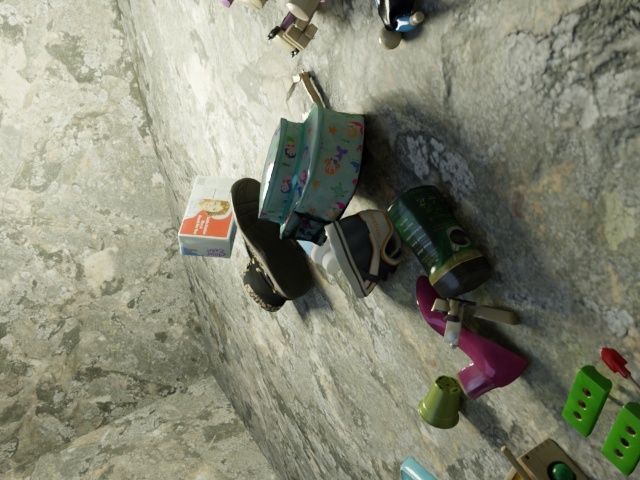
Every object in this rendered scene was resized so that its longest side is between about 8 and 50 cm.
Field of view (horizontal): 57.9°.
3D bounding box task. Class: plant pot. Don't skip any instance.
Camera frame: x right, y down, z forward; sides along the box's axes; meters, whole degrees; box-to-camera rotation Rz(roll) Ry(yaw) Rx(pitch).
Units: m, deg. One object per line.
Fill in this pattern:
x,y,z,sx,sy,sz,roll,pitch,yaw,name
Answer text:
0.239,0.309,1.130,0.083,0.083,0.079,43,134,45,plant pot

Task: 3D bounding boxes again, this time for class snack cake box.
-0.325,-0.076,1.759,0.089,0.152,0.265,96,180,-48,snack cake box

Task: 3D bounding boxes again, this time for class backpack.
-0.012,-0.136,1.116,0.253,0.190,0.225,130,151,-56,backpack

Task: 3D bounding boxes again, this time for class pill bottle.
0.000,0.000,1.356,0.160,0.087,0.087,51,151,35,pill bottle

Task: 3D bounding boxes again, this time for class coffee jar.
0.191,0.003,0.935,0.079,0.096,0.185,-50,62,42,coffee jar

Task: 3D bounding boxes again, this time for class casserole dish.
0.250,0.606,1.398,0.188,0.036,0.114,25,132,59,casserole dish

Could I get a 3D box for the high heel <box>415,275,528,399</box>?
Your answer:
0.251,0.140,0.992,0.117,0.082,0.244,-41,48,26,high heel

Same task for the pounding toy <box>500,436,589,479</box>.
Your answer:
0.350,0.389,0.919,0.130,0.100,0.141,49,150,36,pounding toy

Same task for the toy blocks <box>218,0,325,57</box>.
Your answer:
-0.071,-0.524,0.963,0.308,0.260,0.288,33,177,-20,toy blocks

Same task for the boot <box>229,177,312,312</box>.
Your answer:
-0.173,0.030,1.706,0.378,0.138,0.284,58,155,10,boot

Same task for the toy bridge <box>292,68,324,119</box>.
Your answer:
-0.013,-0.271,1.233,0.063,0.026,0.188,10,119,60,toy bridge

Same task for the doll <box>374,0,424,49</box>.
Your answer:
0.117,-0.363,0.851,0.129,0.046,0.189,56,153,28,doll

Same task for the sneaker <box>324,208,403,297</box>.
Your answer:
0.099,0.030,1.150,0.321,0.127,0.126,61,-174,-73,sneaker

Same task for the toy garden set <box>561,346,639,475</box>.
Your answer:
0.425,0.231,0.696,0.244,0.049,0.204,46,150,43,toy garden set

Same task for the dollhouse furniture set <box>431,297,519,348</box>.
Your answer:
0.242,0.142,0.913,0.114,0.091,0.081,10,91,37,dollhouse furniture set
